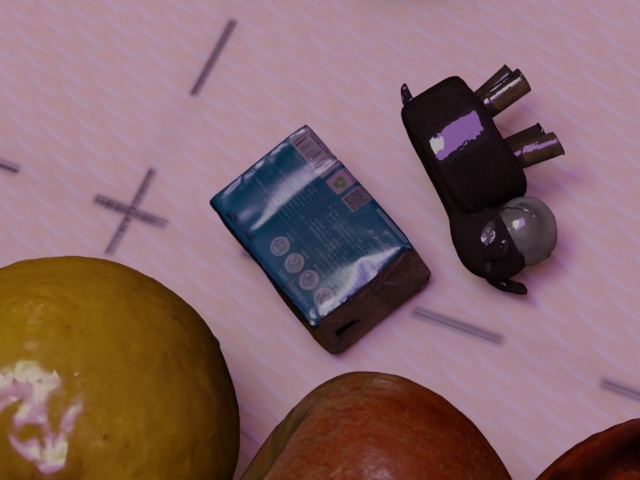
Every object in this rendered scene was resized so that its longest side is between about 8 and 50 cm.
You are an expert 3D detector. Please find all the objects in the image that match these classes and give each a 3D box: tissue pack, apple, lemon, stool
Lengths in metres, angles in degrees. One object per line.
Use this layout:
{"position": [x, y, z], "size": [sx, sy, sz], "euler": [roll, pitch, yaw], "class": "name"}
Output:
{"position": [0.000, 0.000, 1.408], "size": [0.120, 0.082, 0.169], "euler": [-39, 62, -3], "class": "tissue pack"}
{"position": [0.036, 0.264, 1.181], "size": [0.250, 0.277, 0.309], "euler": [32, 97, -3], "class": "apple"}
{"position": [-0.205, 0.151, 1.283], "size": [0.297, 0.297, 0.297], "euler": [-6, 65, 13], "class": "lemon"}
{"position": [0.149, -0.061, 1.375], "size": [0.121, 0.125, 0.217], "euler": [-27, 71, 1], "class": "stool"}

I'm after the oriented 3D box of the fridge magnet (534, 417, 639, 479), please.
{"position": [0.259, 0.298, 1.083], "size": [0.363, 0.155, 0.363], "euler": [4, 81, -25], "class": "fridge magnet"}
